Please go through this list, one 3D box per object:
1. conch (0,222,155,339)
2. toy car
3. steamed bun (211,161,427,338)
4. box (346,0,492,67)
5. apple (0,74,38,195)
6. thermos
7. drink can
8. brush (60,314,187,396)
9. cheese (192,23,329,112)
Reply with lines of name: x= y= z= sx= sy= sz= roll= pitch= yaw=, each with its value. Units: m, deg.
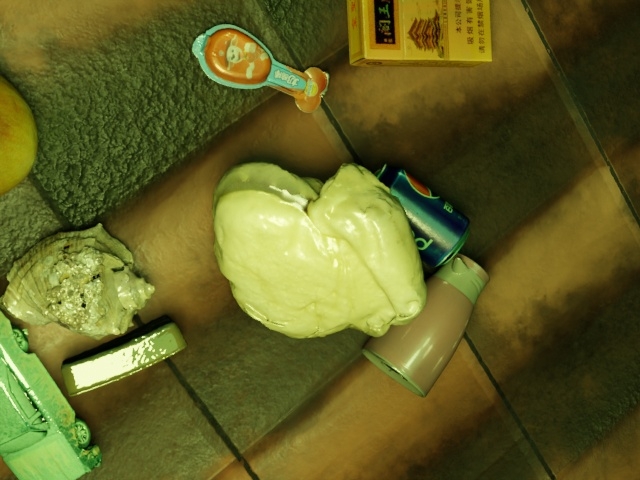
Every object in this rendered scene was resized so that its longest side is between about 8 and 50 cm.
conch: x=-0.392 y=0.068 z=1.145 sx=0.245 sy=0.163 sz=0.178 roll=-5 pitch=60 yaw=-4
toy car: x=-0.480 y=0.251 z=1.096 sx=0.141 sy=0.097 sz=0.321 roll=-26 pitch=103 yaw=16
steamed bun: x=0.003 y=0.004 z=1.206 sx=0.372 sy=0.230 sz=0.325 roll=8 pitch=127 yaw=9
box: x=0.188 y=-0.421 z=1.358 sx=0.274 sy=0.076 sz=0.174 roll=-4 pitch=92 yaw=-20
apple: x=-0.536 y=-0.149 z=1.045 sx=0.236 sy=0.207 sz=0.237 roll=0 pitch=83 yaw=-3
thermos: x=0.216 y=0.152 z=1.357 sx=0.265 sy=0.146 sz=0.176 roll=-51 pitch=148 yaw=-13
drink can: x=0.170 y=-0.047 z=1.326 sx=0.205 sy=0.118 sz=0.118 roll=35 pitch=80 yaw=-4
brush: x=-0.321 y=0.185 z=1.162 sx=0.197 sy=0.123 sz=0.059 roll=-23 pitch=96 yaw=-19
cheese: x=-0.104 y=-0.306 z=1.272 sx=0.256 sy=0.037 sz=0.106 roll=18 pitch=87 yaw=-19
